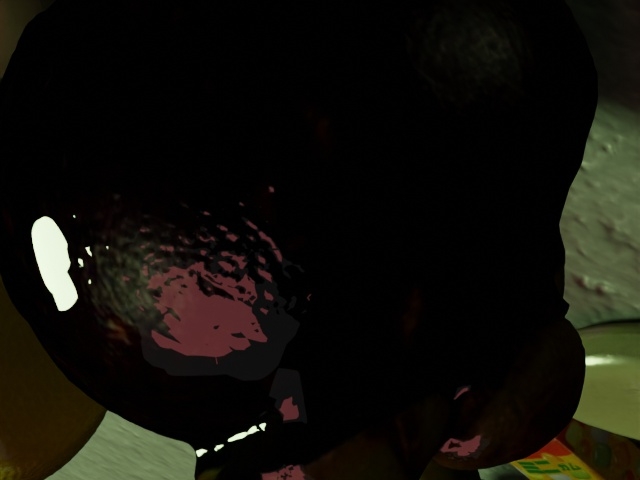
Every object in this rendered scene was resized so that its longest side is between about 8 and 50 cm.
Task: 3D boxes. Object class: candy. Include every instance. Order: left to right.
[{"bbox_3d":[0.170,0.143,1.177,0.122,0.038,0.062,40,151,-23],"label":"candy"}]

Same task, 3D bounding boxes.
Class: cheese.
[{"bbox_3d":[0.146,0.079,1.082,0.192,0.037,0.097,3,144,39],"label":"cheese"}]

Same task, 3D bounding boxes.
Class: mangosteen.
[{"bbox_3d":[-0.004,-0.002,0.790,0.233,0.287,0.287,2,149,8],"label":"mangosteen"}]

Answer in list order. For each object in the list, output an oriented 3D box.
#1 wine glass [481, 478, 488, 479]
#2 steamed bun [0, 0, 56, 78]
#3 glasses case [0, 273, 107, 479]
[{"bbox_3d":[0.106,0.210,1.285,0.222,0.103,0.103,41,151,-26],"label":"wine glass"},{"bbox_3d":[-0.202,-0.159,0.856,0.238,0.170,0.153,6,124,33],"label":"steamed bun"},{"bbox_3d":[-0.266,-0.019,1.125,0.371,0.173,0.141,39,156,3],"label":"glasses case"}]
